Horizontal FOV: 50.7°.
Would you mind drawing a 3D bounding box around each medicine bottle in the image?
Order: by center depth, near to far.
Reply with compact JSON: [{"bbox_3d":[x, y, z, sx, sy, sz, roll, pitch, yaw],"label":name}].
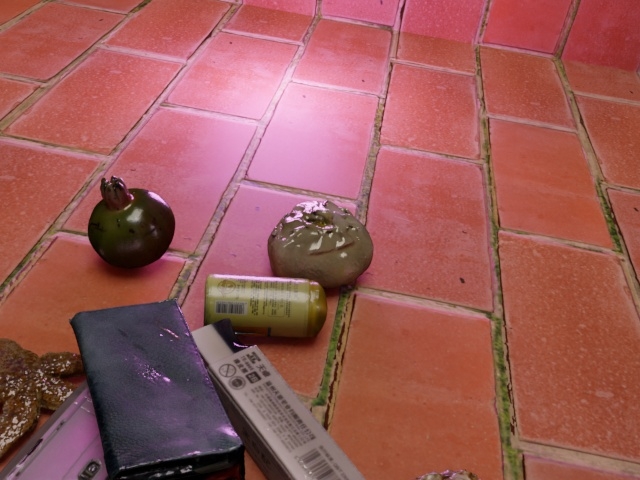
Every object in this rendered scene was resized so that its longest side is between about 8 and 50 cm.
[{"bbox_3d":[-0.105,0.128,1.304,0.239,0.124,0.124,4,37,-7],"label":"medicine bottle"}]

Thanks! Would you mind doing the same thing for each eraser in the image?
[{"bbox_3d":[-0.087,0.293,1.108,0.098,0.096,0.404,-20,45,-31],"label":"eraser"}]

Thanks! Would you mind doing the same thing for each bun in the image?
[{"bbox_3d":[0.000,0.000,1.471,0.239,0.141,0.239,3,37,-2],"label":"bun"}]

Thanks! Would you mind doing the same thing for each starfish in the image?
[{"bbox_3d":[-0.470,0.250,1.120,0.302,0.060,0.299,-3,36,-17],"label":"starfish"}]

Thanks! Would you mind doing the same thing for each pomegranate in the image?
[{"bbox_3d":[-0.399,-0.046,1.399,0.180,0.209,0.180,-7,38,5],"label":"pomegranate"}]

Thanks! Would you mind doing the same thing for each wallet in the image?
[{"bbox_3d":[-0.264,0.219,1.046,0.191,0.046,0.379,-6,31,-26],"label":"wallet"}]

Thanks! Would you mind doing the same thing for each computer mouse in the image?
[{"bbox_3d":[-0.357,0.318,1.024,0.158,0.072,0.310,30,40,3],"label":"computer mouse"}]

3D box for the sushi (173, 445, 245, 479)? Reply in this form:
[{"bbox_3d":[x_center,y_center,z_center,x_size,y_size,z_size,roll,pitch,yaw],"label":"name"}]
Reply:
[{"bbox_3d":[-0.175,0.372,0.971,0.136,0.126,0.225,0,32,-9],"label":"sushi"}]

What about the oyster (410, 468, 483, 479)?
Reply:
[{"bbox_3d":[0.201,0.416,1.021,0.163,0.081,0.191,7,40,-9],"label":"oyster"}]
